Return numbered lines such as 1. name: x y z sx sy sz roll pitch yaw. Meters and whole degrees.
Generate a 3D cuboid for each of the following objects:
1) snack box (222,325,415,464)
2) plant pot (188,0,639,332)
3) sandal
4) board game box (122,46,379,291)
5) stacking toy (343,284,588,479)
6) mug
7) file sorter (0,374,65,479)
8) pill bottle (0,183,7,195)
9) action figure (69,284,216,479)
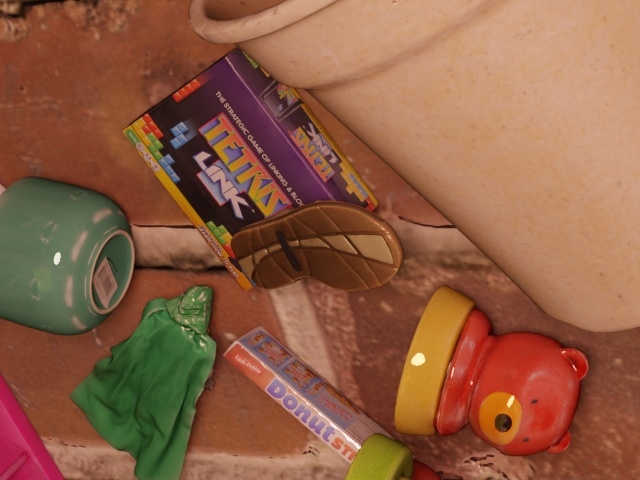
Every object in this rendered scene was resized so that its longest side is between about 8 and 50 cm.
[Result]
1. snack box: 0.000 0.141 1.409 0.178 0.064 0.022 40 109 8
2. plant pot: 0.143 -0.124 1.011 0.334 0.334 0.305 -22 118 40
3. sandal: 0.000 0.000 1.276 0.180 0.049 0.072 -8 112 51
4. board game box: -0.057 -0.059 1.332 0.141 0.048 0.170 -30 101 43
5. stacking toy: 0.100 0.227 1.274 0.130 0.279 0.309 16 128 14
6. mug: -0.214 0.015 1.440 0.097 0.158 0.129 14 102 22
7. file sorter: -0.398 0.269 1.674 0.202 0.182 0.290 -15 111 39
8. pill bottle: -0.369 0.040 1.471 0.131 0.229 0.131 16 126 23
9. action figure: -0.141 0.116 1.490 0.137 0.063 0.232 38 136 8
